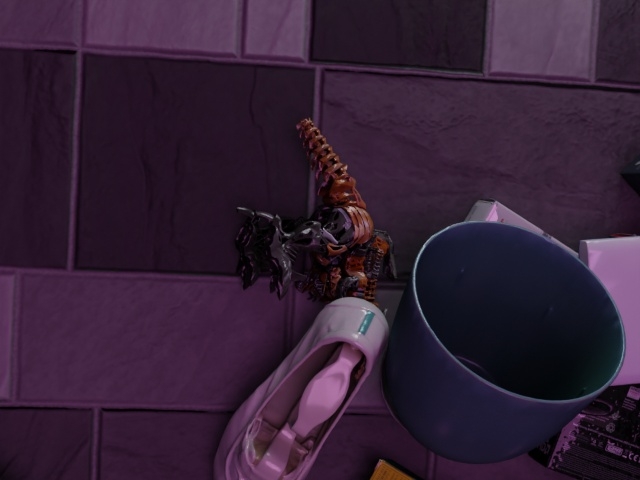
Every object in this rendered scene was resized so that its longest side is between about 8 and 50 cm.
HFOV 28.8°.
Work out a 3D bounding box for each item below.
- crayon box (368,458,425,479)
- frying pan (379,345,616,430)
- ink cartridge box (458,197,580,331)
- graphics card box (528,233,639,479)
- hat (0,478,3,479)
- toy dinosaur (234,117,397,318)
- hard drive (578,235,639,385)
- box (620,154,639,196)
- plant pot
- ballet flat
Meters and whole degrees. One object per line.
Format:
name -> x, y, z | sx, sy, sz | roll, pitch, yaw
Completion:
crayon box -> 0.177, 0.479, 1.782 | 0.318, 0.081, 0.202 | 30, 88, 17
frying pan -> 0.248, 0.186, 1.823 | 0.326, 0.053, 0.197 | -12, 93, 5
ink cartridge box -> 0.292, 0.059, 1.835 | 0.218, 0.092, 0.159 | 31, 88, -8
graphics card box -> 0.488, 0.199, 1.876 | 0.232, 0.094, 0.371 | 20, 89, -11
hat -> -0.497, 0.375, 1.682 | 0.331, 0.331, 0.134 | 26, 50, -10
toy dinosaur -> 0.000, 0.000, 1.777 | 0.218, 0.164, 0.322 | -13, 77, -23
hard drive -> 0.534, 0.094, 1.810 | 0.318, 0.040, 0.210 | -4, 94, -10
box -> 0.550, -0.118, 1.832 | 0.156, 0.158, 0.093 | -43, 99, -4
plant pot -> 0.221, 0.160, 1.661 | 0.293, 0.293, 0.235 | 14, 135, -10
ballet flat -> -0.042, 0.252, 1.706 | 0.139, 0.139, 0.400 | 29, 110, -10
